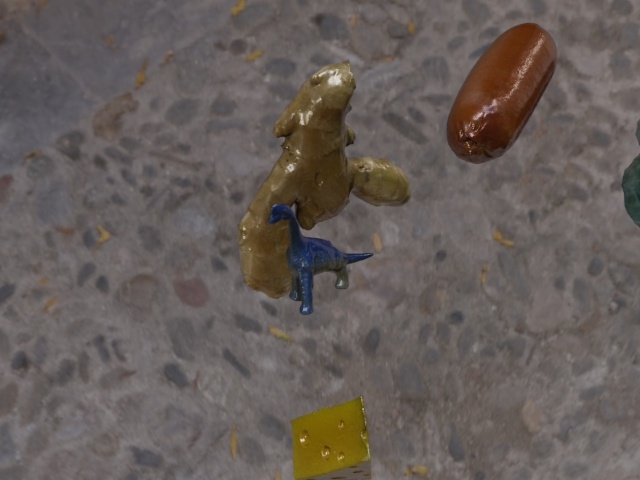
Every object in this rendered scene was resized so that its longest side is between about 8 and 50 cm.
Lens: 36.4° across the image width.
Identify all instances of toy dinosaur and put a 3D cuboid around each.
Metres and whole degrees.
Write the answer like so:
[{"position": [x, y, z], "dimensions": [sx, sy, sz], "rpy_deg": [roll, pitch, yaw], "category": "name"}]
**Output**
[{"position": [0.000, 0.000, 1.476], "dimensions": [0.075, 0.188, 0.248], "rpy_deg": [20, 30, 34], "category": "toy dinosaur"}]

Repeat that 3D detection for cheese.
[{"position": [0.040, 0.283, 1.384], "dimensions": [0.126, 0.171, 0.093], "rpy_deg": [4, 66, -17], "category": "cheese"}]

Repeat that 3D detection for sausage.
[{"position": [0.173, -0.141, 0.931], "dimensions": [0.076, 0.076, 0.197], "rpy_deg": [21, 45, 14], "category": "sausage"}]

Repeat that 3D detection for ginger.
[{"position": [-0.028, -0.110, 1.691], "dimensions": [0.363, 0.348, 0.122], "rpy_deg": [-31, 36, -8], "category": "ginger"}]

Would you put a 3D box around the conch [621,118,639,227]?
[{"position": [0.594, -0.148, 1.581], "dimensions": [0.220, 0.195, 0.277], "rpy_deg": [-7, 93, 10], "category": "conch"}]
